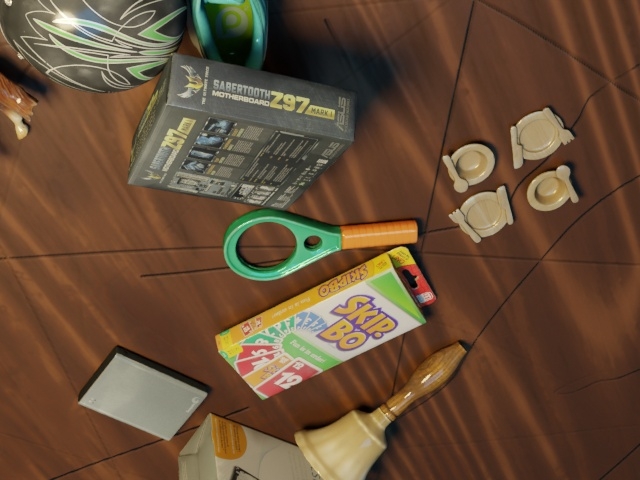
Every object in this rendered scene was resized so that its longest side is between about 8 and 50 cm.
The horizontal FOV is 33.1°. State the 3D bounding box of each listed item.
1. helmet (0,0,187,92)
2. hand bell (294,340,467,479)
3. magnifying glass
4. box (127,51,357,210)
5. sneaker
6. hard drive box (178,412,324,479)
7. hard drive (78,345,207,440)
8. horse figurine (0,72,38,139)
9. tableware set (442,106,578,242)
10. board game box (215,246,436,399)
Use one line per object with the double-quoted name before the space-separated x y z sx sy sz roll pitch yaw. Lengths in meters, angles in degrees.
"helmet" -0.209 -0.216 1.006 0.169 0.162 0.170 -3 123 -5
"hand bell" 0.095 0.218 1.410 0.242 0.126 0.126 -43 121 5
"magnifying glass" 0.000 0.000 1.276 0.230 0.026 0.092 -6 125 -7
"box" -0.087 -0.102 1.092 0.183 0.059 0.232 9 161 -16
"sneaker" -0.087 -0.272 1.024 0.107 0.110 0.275 -10 124 -3
"hard drive box" -0.061 0.349 1.409 0.232 0.181 0.089 26 115 -25
"hard drive" -0.225 0.196 1.371 0.135 0.022 0.094 28 115 -26
"horse figurine" -0.418 -0.118 1.099 0.263 0.066 0.174 -29 130 13
"tableware set" 0.224 -0.074 1.267 0.168 0.020 0.141 -23 124 6
"board game box" 0.012 0.104 1.333 0.259 0.039 0.124 -28 135 6
